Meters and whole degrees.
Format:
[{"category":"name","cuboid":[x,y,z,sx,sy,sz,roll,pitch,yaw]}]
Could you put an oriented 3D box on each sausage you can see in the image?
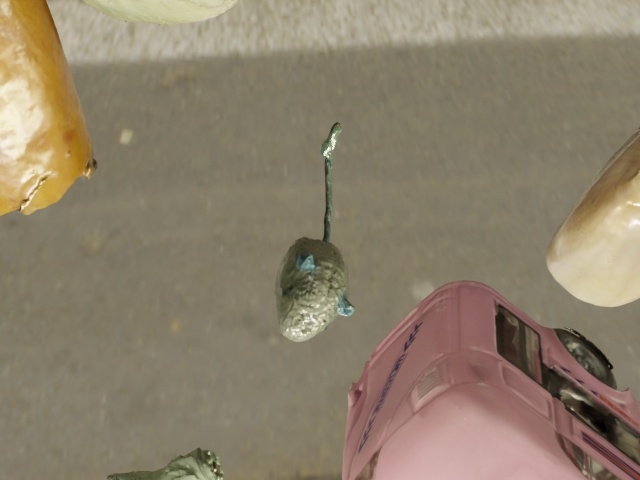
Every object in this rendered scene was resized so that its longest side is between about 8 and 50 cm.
[{"category":"sausage","cuboid":[-0.219,-0.143,1.119,0.109,0.109,0.270,-19,113,5]}]

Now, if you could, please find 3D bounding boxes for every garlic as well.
[{"category":"garlic","cuboid":[0.263,-0.035,1.404,0.110,0.228,0.217,45,107,2]}]

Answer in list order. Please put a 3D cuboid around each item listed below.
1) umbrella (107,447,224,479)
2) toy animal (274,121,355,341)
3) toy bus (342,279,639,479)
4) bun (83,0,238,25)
[{"category":"umbrella","cuboid":[-0.163,0.249,1.833,0.143,0.062,0.067,-20,109,12]},{"category":"toy animal","cuboid":[0.000,0.004,1.767,0.070,0.253,0.079,36,129,-22]},{"category":"toy bus","cuboid":[0.094,0.096,0.484,0.203,0.090,0.063,37,111,-13]},{"category":"bun","cuboid":[-0.131,-0.253,1.307,0.239,0.141,0.239,18,130,23]}]
